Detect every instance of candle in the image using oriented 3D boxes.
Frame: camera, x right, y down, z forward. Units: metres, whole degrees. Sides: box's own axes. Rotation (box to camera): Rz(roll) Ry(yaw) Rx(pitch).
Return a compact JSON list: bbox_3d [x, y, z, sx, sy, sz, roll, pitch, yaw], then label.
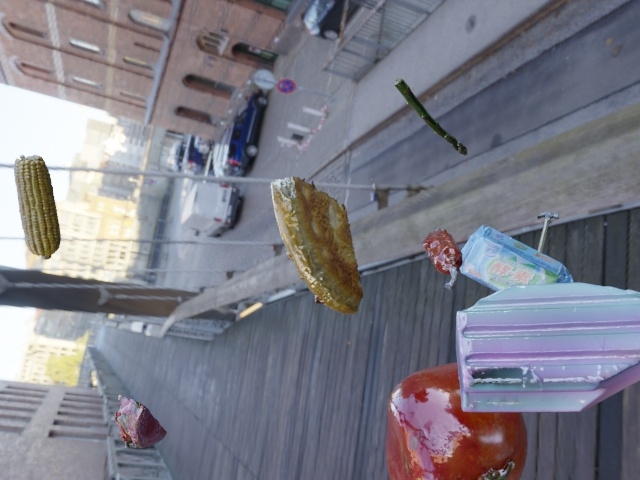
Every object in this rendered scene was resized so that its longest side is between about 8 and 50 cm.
[{"bbox_3d":[0.158,0.021,0.740,0.162,0.053,0.048,-61,-4,-76],"label":"candle"}]

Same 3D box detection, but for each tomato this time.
[{"bbox_3d":[0.277,0.419,1.201,0.290,0.292,0.325,-133,32,-54],"label":"tomato"}]

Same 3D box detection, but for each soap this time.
[{"bbox_3d":[0.383,0.168,0.915,0.109,0.323,0.193,74,-164,-46],"label":"soap"},{"bbox_3d":[0.526,0.079,1.561,0.077,0.293,0.156,-51,-15,-49],"label":"soap"}]

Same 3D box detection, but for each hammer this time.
[{"bbox_3d":[0.674,-0.016,1.731,0.182,0.062,0.017,-62,-31,-30],"label":"hammer"}]

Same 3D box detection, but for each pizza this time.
[{"bbox_3d":[0.000,0.000,1.178,0.086,0.336,0.226,-17,27,28],"label":"pizza"}]

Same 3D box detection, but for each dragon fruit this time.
[{"bbox_3d":[-0.472,0.475,1.445,0.102,0.147,0.096,5,43,45],"label":"dragon fruit"}]

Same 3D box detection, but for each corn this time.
[{"bbox_3d":[-0.543,-0.063,1.098,0.068,0.068,0.208,-137,42,-67],"label":"corn"}]

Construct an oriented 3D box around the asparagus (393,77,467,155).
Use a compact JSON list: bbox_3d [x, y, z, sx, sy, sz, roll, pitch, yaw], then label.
[{"bbox_3d":[0.140,-0.144,0.698,0.016,0.162,0.016,18,78,52],"label":"asparagus"}]
